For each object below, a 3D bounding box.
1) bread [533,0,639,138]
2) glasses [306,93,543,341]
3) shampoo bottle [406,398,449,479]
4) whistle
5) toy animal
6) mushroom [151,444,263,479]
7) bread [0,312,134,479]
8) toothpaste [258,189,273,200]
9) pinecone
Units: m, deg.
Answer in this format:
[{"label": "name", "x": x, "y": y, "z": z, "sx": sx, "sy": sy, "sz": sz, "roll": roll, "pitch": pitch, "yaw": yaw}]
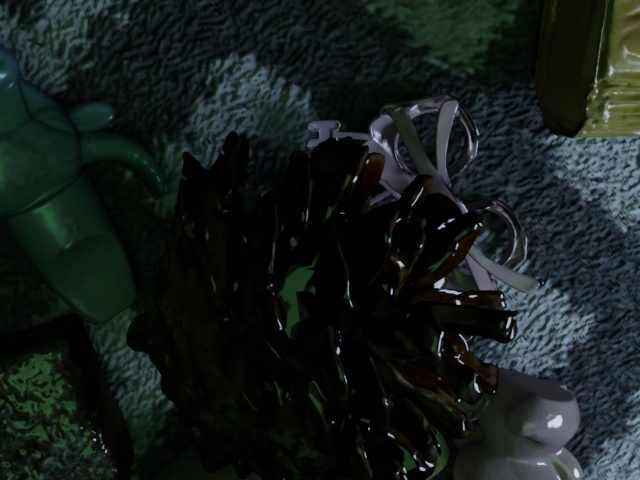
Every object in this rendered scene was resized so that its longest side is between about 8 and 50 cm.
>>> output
[{"label": "bread", "x": 0.242, "y": -0.176, "z": 0.794, "sx": 0.114, "sy": 0.132, "sz": 0.190, "roll": -2, "pitch": 109, "yaw": -5}, {"label": "glasses", "x": 0.086, "y": -0.006, "z": 0.856, "sx": 0.162, "sy": 0.095, "sz": 0.255, "roll": -25, "pitch": 104, "yaw": 9}, {"label": "shampoo bottle", "x": 0.050, "y": 0.163, "z": 0.928, "sx": 0.077, "sy": 0.045, "sz": 0.152, "roll": -36, "pitch": 108, "yaw": 9}, {"label": "whistle", "x": -0.236, "y": -0.052, "z": 0.819, "sx": 0.186, "sy": 0.093, "sz": 0.274, "roll": -36, "pitch": 111, "yaw": -21}, {"label": "toy animal", "x": 0.172, "y": 0.227, "z": 0.921, "sx": 0.124, "sy": 0.124, "sz": 0.212, "roll": 8, "pitch": 103, "yaw": -7}, {"label": "mushroom", "x": -0.053, "y": 0.260, "z": 0.874, "sx": 0.254, "sy": 0.195, "sz": 0.188, "roll": -13, "pitch": 104, "yaw": -3}, {"label": "bread", "x": -0.377, "y": 0.209, "z": 0.877, "sx": 0.417, "sy": 0.113, "sz": 0.165, "roll": -21, "pitch": 109, "yaw": 1}, {"label": "toothpaste", "x": 0.000, "y": 0.000, "z": 0.888, "sx": 0.140, "sy": 0.021, "sz": 0.037, "roll": 38, "pitch": 98, "yaw": -15}, {"label": "pinecone", "x": 0.001, "y": 0.053, "z": 0.748, "sx": 0.296, "sy": 0.242, "sz": 0.298, "roll": 11, "pitch": 128, "yaw": 26}]
